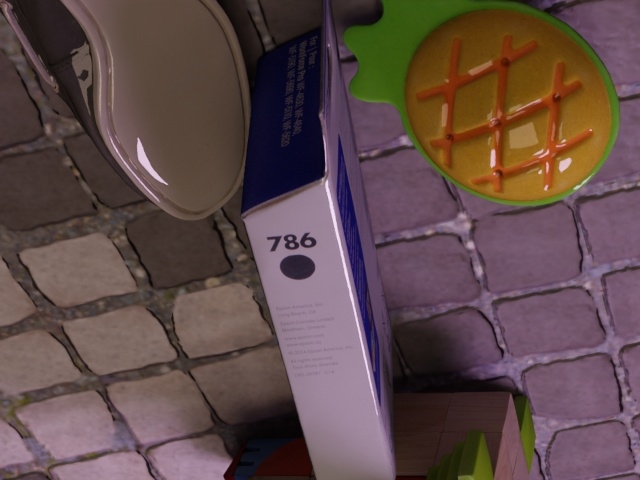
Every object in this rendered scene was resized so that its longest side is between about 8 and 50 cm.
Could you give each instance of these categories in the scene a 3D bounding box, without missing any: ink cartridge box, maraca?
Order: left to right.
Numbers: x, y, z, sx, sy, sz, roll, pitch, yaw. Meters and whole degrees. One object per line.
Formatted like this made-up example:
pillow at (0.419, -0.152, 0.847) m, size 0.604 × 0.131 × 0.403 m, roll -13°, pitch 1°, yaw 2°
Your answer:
ink cartridge box at (0.000, 0.000, 0.904) m, size 0.065 × 0.165 × 0.332 m, roll -5°, pitch 131°, yaw 7°
maraca at (0.103, -0.098, 0.864) m, size 0.186 × 0.099 × 0.127 m, roll 35°, pitch 110°, yaw 0°

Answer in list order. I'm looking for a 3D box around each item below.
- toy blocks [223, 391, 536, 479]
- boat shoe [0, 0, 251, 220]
toy blocks at (0.005, 0.246, 1.019) m, size 0.261 × 0.381 × 0.190 m, roll -4°, pitch 124°, yaw 19°
boat shoe at (-0.139, -0.154, 0.832) m, size 0.112 × 0.095 × 0.335 m, roll -40°, pitch 133°, yaw -13°
